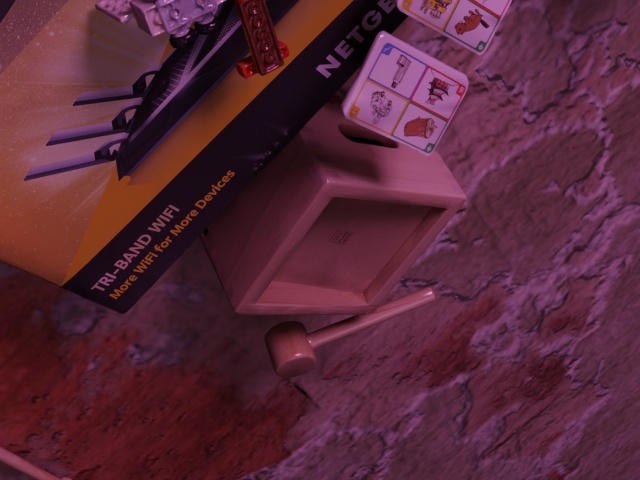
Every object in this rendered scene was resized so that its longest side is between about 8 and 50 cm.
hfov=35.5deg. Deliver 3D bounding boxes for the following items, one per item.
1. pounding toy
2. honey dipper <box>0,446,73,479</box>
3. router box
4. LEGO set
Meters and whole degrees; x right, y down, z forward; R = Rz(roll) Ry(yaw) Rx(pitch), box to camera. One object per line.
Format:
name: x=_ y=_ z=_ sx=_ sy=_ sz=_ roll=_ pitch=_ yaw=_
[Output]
pounding toy: x=0.004 y=0.004 z=0.731 sx=0.181 sy=0.094 sz=0.206 roll=3 pitch=136 yaw=-40
honey dipper: x=-0.241 y=0.171 z=0.775 sx=0.030 sy=0.030 sz=0.161 roll=-34 pitch=140 yaw=1
router box: x=-0.108 y=-0.124 z=0.543 sx=0.309 sy=0.081 sz=0.243 roll=-46 pitch=136 yaw=13
LEGO set: x=0.007 y=-0.162 z=0.502 sx=0.244 sy=0.060 sz=0.183 roll=16 pitch=105 yaw=-42
